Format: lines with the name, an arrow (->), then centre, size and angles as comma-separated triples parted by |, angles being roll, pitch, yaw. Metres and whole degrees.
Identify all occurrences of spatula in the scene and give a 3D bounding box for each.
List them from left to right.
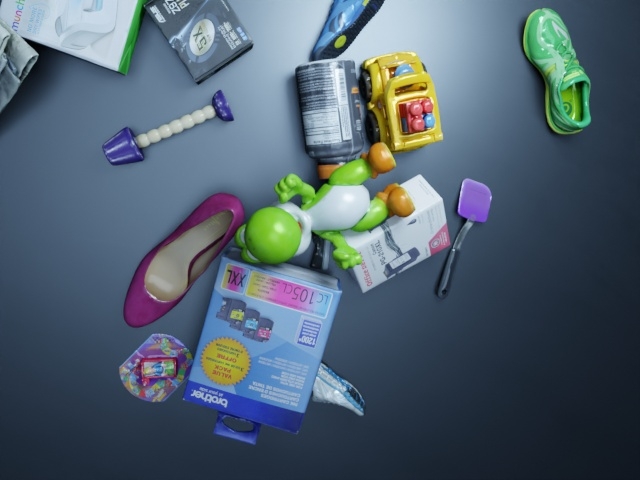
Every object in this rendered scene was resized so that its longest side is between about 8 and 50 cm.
spatula -> 0.339, 0.002, 1.391 | 0.084, 0.030, 0.296 | 16, 97, -14

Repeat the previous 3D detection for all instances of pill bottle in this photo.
pill bottle -> 0.023, -0.258, 1.242 | 0.131, 0.130, 0.245 | -9, 102, -8

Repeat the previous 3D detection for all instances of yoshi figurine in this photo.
yoshi figurine -> -0.004, -0.046, 1.136 | 0.362, 0.203, 0.203 | -26, 148, 3

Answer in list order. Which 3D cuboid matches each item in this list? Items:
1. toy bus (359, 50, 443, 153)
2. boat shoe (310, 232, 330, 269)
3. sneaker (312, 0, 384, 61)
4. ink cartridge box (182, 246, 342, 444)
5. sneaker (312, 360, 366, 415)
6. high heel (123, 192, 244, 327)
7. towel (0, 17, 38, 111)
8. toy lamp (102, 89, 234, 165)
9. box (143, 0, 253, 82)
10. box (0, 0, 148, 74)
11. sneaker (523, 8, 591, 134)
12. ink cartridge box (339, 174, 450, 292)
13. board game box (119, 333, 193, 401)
toy bus -> 0.181, -0.295, 1.221 | 0.150, 0.211, 0.220 | -12, 100, -5
boat shoe -> 0.000, 0.000, 1.327 | 0.040, 0.049, 0.142 | 1, 102, -9
sneaker -> 0.047, -0.479, 1.247 | 0.209, 0.069, 0.082 | -48, 71, 10
ink cartridge box -> -0.133, 0.245, 1.279 | 0.270, 0.151, 0.395 | 16, 99, 0
sneaker -> 0.026, 0.369, 1.395 | 0.191, 0.071, 0.083 | 41, 98, -5
high heel -> -0.303, 0.049, 1.217 | 0.127, 0.181, 0.377 | 35, 93, -13
towel -> -0.725, -0.353, 1.075 | 0.324, 0.056, 0.312 | 44, 117, -12
toy lamp -> -0.323, -0.234, 1.219 | 0.275, 0.080, 0.080 | -24, 103, -7
box -> -0.248, -0.441, 1.191 | 0.147, 0.077, 0.180 | -34, 104, -1
box -> -0.464, -0.491, 1.124 | 0.231, 0.127, 0.261 | 18, 98, -14
sneaker -> 0.556, -0.387, 1.308 | 0.110, 0.123, 0.295 | -24, 102, -4
ink cartridge box -> 0.156, -0.011, 1.286 | 0.237, 0.100, 0.172 | -29, 140, -3
board game box -> -0.378, 0.302, 1.328 | 0.169, 0.033, 0.133 | -45, 104, 1
